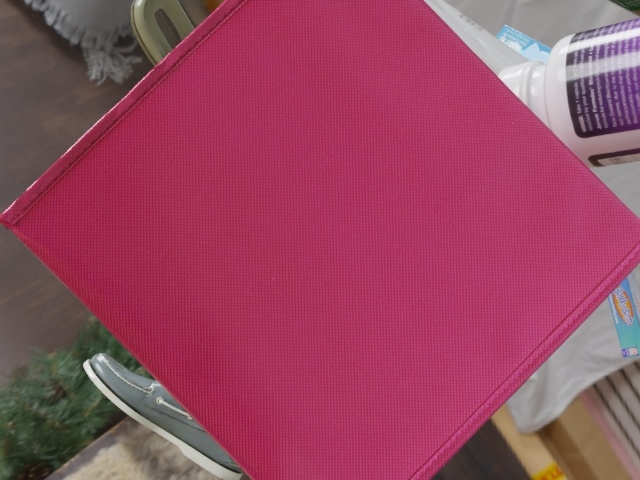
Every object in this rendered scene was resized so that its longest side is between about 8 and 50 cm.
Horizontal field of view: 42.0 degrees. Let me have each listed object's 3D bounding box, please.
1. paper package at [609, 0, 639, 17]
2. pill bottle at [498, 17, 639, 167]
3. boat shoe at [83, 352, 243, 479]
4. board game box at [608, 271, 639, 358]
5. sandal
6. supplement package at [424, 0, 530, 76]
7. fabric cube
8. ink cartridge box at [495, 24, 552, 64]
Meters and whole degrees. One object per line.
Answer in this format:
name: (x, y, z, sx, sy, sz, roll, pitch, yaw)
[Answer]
paper package: (0.463, -0.428, 1.025, 0.325, 0.168, 0.309, 27, 96, -8)
pill bottle: (0.239, -0.114, 0.641, 0.108, 0.193, 0.108, 12, 75, -53)
boat shoe: (-0.241, 0.270, 1.379, 0.319, 0.116, 0.099, 36, 87, 1)
board game box: (0.612, 0.124, 1.672, 0.160, 0.047, 0.210, 3, 73, -64)
sandal: (-0.184, -0.260, 1.310, 0.303, 0.086, 0.120, 55, 48, -33)
supplement package: (0.128, -0.191, 1.082, 0.194, 0.203, 0.149, 37, 29, 4)
fabric cube: (0.000, 0.000, 0.560, 0.258, 0.259, 0.254, 44, 86, -1)
ink cartridge box: (0.389, -0.236, 1.652, 0.197, 0.270, 0.198, 43, 10, 37)
